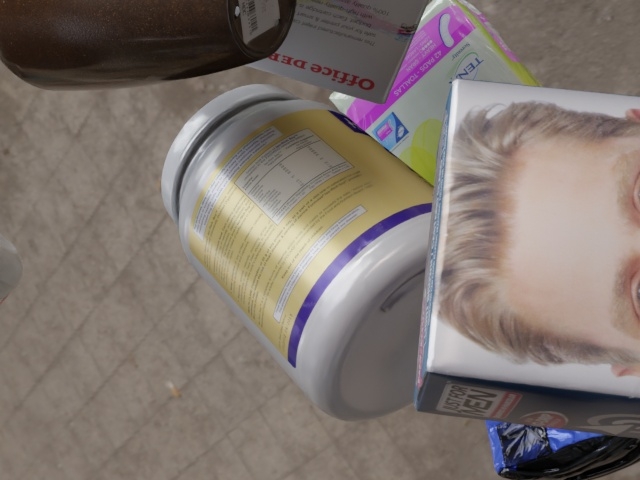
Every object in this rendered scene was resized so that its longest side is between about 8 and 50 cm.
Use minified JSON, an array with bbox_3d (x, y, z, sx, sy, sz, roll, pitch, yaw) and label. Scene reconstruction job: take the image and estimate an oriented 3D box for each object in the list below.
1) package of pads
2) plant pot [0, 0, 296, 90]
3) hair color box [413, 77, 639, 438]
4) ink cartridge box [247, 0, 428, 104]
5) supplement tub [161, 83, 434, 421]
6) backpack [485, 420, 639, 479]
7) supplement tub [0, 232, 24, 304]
[{"bbox_3d":[0.189,-0.155,1.299,0.229,0.101,0.296,-41,78,23],"label":"package of pads"},{"bbox_3d":[-0.146,-0.226,0.869,0.231,0.215,0.215,14,117,28],"label":"plant pot"},{"bbox_3d":[0.234,0.024,0.545,0.347,0.173,0.105,6,160,4],"label":"hair color box"},{"bbox_3d":[0.025,-0.327,1.061,0.198,0.197,0.270,15,139,-7],"label":"ink cartridge box"},{"bbox_3d":[0.000,0.000,1.030,0.331,0.241,0.241,44,133,37],"label":"supplement tub"},{"bbox_3d":[0.204,0.141,0.791,0.120,0.098,0.101,-29,60,38],"label":"backpack"},{"bbox_3d":[-0.428,0.066,0.895,0.191,0.272,0.191,40,174,5],"label":"supplement tub"}]
